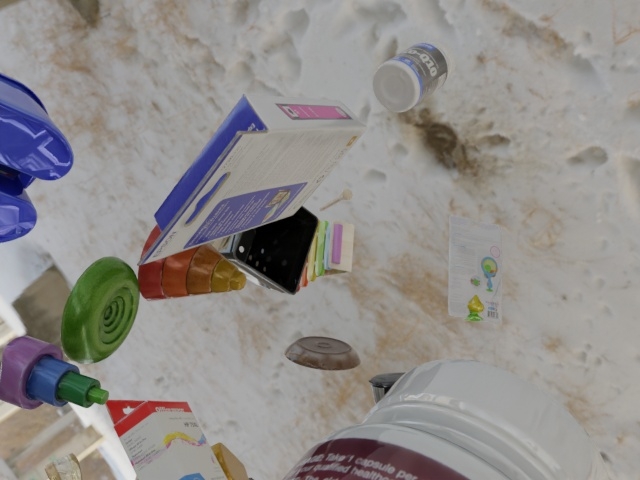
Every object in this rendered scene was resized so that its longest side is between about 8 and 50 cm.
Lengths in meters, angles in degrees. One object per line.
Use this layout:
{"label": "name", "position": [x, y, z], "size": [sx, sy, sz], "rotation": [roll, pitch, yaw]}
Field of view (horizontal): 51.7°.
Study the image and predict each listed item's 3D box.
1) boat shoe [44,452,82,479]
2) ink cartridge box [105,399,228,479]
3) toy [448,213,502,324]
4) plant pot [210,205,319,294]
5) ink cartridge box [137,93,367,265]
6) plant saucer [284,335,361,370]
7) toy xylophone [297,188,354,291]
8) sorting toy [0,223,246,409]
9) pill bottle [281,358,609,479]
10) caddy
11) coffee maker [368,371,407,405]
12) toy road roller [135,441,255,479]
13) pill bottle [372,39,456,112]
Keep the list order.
{"label": "boat shoe", "position": [-0.415, 0.437, 1.077], "size": [0.063, 0.059, 0.170], "rotation": [-11, 89, 58]}
{"label": "ink cartridge box", "position": [-0.254, 0.347, 1.108], "size": [0.231, 0.078, 0.134], "rotation": [56, -173, 21]}
{"label": "toy", "position": [0.340, 0.069, 1.496], "size": [0.137, 0.237, 0.056], "rotation": [12, 155, -17]}
{"label": "plant pot", "position": [-0.145, -0.003, 1.412], "size": [0.167, 0.187, 0.188], "rotation": [-4, 150, 42]}
{"label": "ink cartridge box", "position": [-0.072, -0.083, 0.773], "size": [0.069, 0.371, 0.176], "rotation": [45, 112, 7]}
{"label": "plant saucer", "position": [0.007, 0.282, 1.690], "size": [0.198, 0.199, 0.036], "rotation": [19, 105, 52]}
{"label": "toy xylophone", "position": [0.000, 0.000, 1.686], "size": [0.323, 0.081, 0.236], "rotation": [149, 126, -61]}
{"label": "sorting toy", "position": [-0.195, 0.084, 0.766], "size": [0.126, 0.365, 0.127], "rotation": [15, 116, 13]}
{"label": "pill bottle", "position": [0.028, 0.258, 0.398], "size": [0.224, 0.392, 0.224], "rotation": [20, 127, 28]}
{"label": "caddy", "position": [-0.539, -0.142, 0.959], "size": [0.179, 0.241, 0.341], "rotation": [41, -171, 34]}
{"label": "coffee maker", "position": [0.194, 0.381, 1.438], "size": [0.120, 0.171, 0.178], "rotation": [-162, 70, -72]}
{"label": "toy road roller", "position": [-0.207, 0.564, 1.257], "size": [0.240, 0.202, 0.329], "rotation": [60, 176, 44]}
{"label": "pill bottle", "position": [0.146, -0.253, 1.001], "size": [0.078, 0.137, 0.078], "rotation": [23, 133, 28]}
